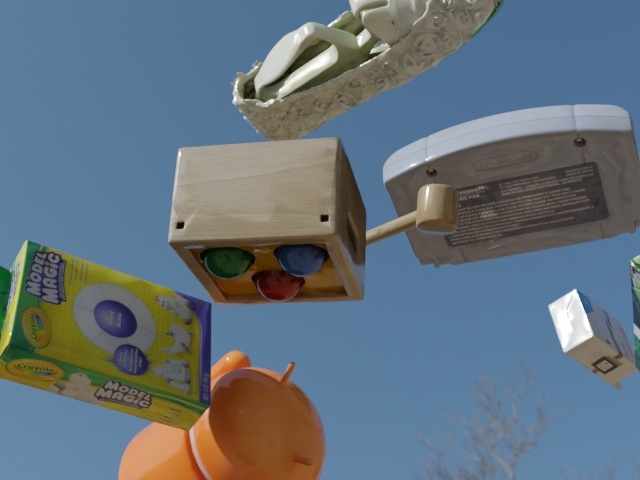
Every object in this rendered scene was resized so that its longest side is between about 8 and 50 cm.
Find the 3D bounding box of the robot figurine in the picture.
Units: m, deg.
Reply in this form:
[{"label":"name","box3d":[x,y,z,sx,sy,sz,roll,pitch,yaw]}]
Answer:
[{"label":"robot figurine","box3d":[-0.082,0.189,0.870,0.128,0.158,0.219,48,-54,-5]}]

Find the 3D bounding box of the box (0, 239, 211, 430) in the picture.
[{"label":"box","box3d":[-0.168,0.067,0.768,0.179,0.105,0.043,19,-50,-24]}]

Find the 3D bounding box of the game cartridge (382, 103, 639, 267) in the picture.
[{"label":"game cartridge","box3d":[0.234,-0.065,1.247,0.294,0.060,0.196,-11,-42,17]}]

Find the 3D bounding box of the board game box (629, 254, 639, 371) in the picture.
[{"label":"board game box","box3d":[0.296,0.131,0.702,0.030,0.260,0.136,-28,-45,-4]}]

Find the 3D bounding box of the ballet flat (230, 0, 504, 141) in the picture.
[{"label":"ballet flat","box3d":[0.047,-0.255,1.362,0.408,0.147,0.147,-31,-50,26]}]

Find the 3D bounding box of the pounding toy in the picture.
[{"label":"pounding toy","box3d":[0.007,0.004,0.828,0.205,0.094,0.181,-3,-26,11]}]

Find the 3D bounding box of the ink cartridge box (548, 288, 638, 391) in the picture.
[{"label":"ink cartridge box","box3d":[0.465,0.168,1.732,0.060,0.104,0.180,-38,-51,26]}]
